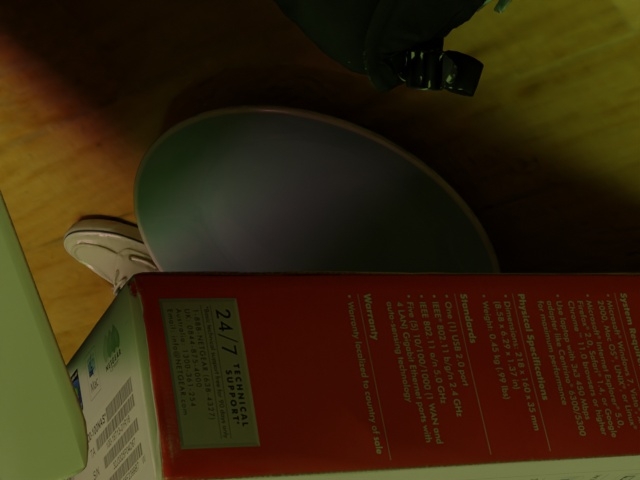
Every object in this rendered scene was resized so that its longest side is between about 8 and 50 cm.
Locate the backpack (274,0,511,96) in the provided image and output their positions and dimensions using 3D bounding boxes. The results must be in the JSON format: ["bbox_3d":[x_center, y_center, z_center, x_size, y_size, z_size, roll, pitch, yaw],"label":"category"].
[{"bbox_3d":[0.036,-0.144,0.542,0.152,0.115,0.182,29,145,-22],"label":"backpack"}]

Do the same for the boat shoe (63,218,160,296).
[{"bbox_3d":[-0.095,0.019,0.898,0.100,0.035,0.035,19,144,11],"label":"boat shoe"}]

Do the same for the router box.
[{"bbox_3d":[0.008,0.122,0.784,0.301,0.082,0.335,1,153,-26],"label":"router box"}]

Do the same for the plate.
[{"bbox_3d":[0.000,0.000,0.815,0.188,0.024,0.188,15,141,12],"label":"plate"}]

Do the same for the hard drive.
[{"bbox_3d":[-0.152,-0.036,0.648,0.318,0.040,0.210,-159,49,-77],"label":"hard drive"}]
